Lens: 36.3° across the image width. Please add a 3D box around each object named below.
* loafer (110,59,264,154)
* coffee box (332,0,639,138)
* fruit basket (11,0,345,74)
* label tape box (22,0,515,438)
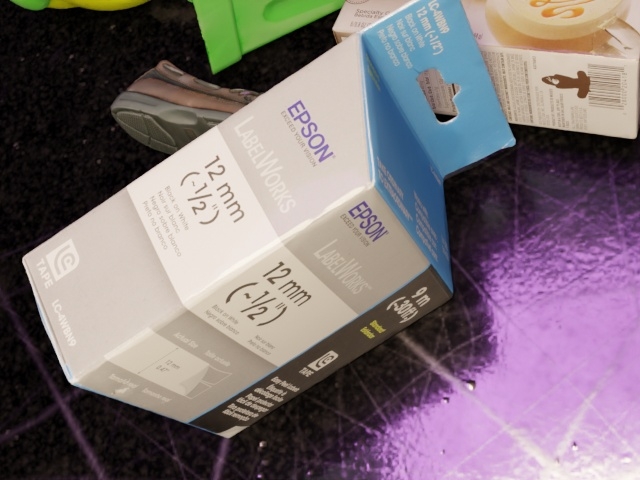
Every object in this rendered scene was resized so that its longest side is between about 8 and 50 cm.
[{"bbox_3d":[-0.074,-0.114,0.890,0.267,0.096,0.084,18,66,28],"label":"loafer"},{"bbox_3d":[0.153,-0.183,0.814,0.246,0.098,0.141,12,62,23],"label":"coffee box"},{"bbox_3d":[-0.161,-0.350,0.930,0.392,0.283,0.392,-1,66,1],"label":"fruit basket"},{"bbox_3d":[0.000,0.000,0.729,0.347,0.249,0.115,-31,63,7],"label":"label tape box"}]
